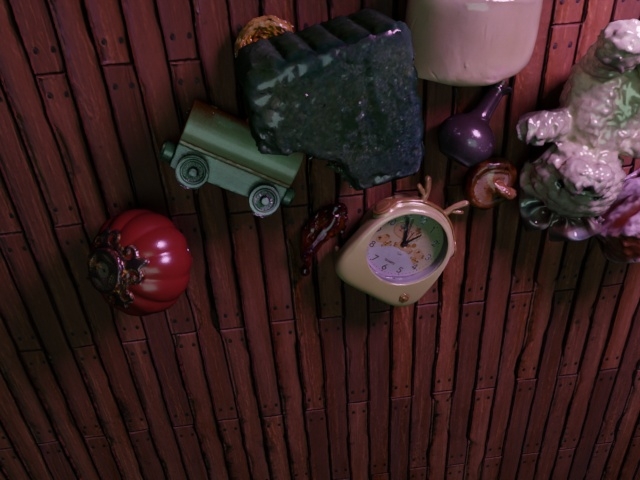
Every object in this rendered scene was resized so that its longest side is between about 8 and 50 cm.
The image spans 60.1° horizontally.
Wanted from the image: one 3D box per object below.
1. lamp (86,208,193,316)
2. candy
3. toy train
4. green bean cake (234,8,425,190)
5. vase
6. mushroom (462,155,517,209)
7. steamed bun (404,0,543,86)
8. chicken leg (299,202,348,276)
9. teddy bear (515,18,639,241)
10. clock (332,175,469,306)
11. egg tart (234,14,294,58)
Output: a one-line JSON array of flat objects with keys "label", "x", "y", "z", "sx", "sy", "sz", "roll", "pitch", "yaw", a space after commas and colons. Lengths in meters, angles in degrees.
[{"label": "lamp", "x": -0.373, "y": 0.046, "z": 1.161, "sx": 0.226, "sy": 0.227, "sz": 0.227, "roll": -3, "pitch": 122, "yaw": -5}, {"label": "candy", "x": 0.736, "y": -0.076, "z": 1.213, "sx": 0.289, "sy": 0.214, "sz": 0.157, "roll": -37, "pitch": 114, "yaw": 13}, {"label": "toy train", "x": -0.169, "y": -0.167, "z": 1.113, "sx": 0.285, "sy": 0.116, "sz": 0.177, "roll": 21, "pitch": 104, "yaw": -18}, {"label": "green bean cake", "x": 0.020, "y": -0.238, "z": 1.020, "sx": 0.307, "sy": 0.169, "sz": 0.300, "roll": -19, "pitch": 128, "yaw": -8}, {"label": "vase", "x": 0.320, "y": -0.244, "z": 1.125, "sx": 0.120, "sy": 0.120, "sz": 0.183, "roll": 27, "pitch": 101, "yaw": -21}, {"label": "mushroom", "x": 0.369, "y": -0.126, "z": 1.210, "sx": 0.127, "sy": 0.087, "sz": 0.127, "roll": -6, "pitch": 121, "yaw": -9}, {"label": "steamed bun", "x": 0.278, "y": -0.375, "z": 1.004, "sx": 0.250, "sy": 0.155, "sz": 0.200, "roll": -3, "pitch": 127, "yaw": -5}, {"label": "chicken leg", "x": -0.004, "y": -0.004, "z": 1.265, "sx": 0.093, "sy": 0.053, "sz": 0.205, "roll": 26, "pitch": 120, "yaw": -37}, {"label": "teddy bear", "x": 0.535, "y": -0.166, "z": 1.061, "sx": 0.327, "sy": 0.375, "sz": 0.362, "roll": 18, "pitch": 95, "yaw": 4}, {"label": "clock", "x": 0.192, "y": -0.003, "z": 1.259, "sx": 0.235, "sy": 0.096, "sz": 0.308, "roll": 29, "pitch": 114, "yaw": -21}, {"label": "egg tart", "x": -0.097, "y": -0.358, "z": 1.034, "sx": 0.128, "sy": 0.049, "sz": 0.129, "roll": -3, "pitch": 126, "yaw": -4}]
